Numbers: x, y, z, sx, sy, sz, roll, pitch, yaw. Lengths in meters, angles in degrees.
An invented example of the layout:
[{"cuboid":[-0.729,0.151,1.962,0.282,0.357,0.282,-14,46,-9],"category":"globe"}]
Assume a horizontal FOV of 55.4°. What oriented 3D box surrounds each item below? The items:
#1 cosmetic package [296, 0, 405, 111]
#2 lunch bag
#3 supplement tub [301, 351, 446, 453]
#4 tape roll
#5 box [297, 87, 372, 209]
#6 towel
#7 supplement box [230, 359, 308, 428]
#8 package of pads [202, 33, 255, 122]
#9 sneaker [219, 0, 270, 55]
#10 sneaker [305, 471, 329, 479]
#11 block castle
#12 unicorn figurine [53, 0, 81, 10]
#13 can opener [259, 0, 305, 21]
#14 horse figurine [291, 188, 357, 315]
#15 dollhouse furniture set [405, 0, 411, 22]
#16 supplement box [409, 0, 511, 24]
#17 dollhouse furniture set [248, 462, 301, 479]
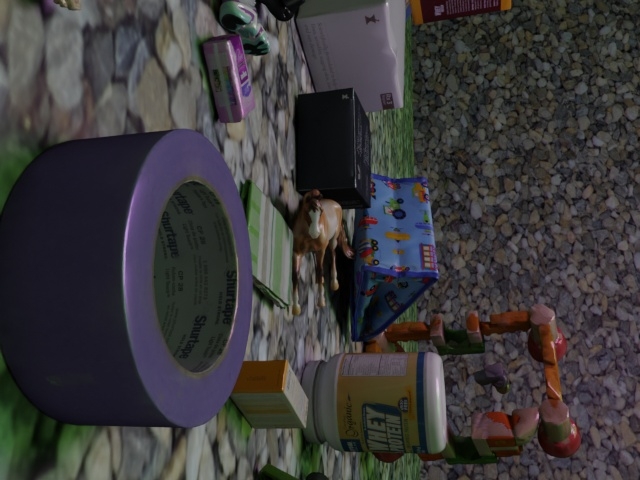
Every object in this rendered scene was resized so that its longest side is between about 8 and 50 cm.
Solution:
[{"cuboid":[0.071,-0.436,1.115,0.217,0.156,0.385,71,22,-49],"category":"cosmetic package"},{"cuboid":[0.111,0.047,1.177,0.293,0.138,0.221,106,-12,-54],"category":"lunch bag"},{"cuboid":[0.081,0.238,0.903,0.144,0.199,0.144,-4,90,-76],"category":"supplement tub"},{"cuboid":[-0.113,0.025,0.401,0.189,0.080,0.189,-3,90,-76],"category":"tape roll"},{"cuboid":[0.026,-0.140,0.982,0.158,0.093,0.156,34,55,-75],"category":"box"},{"cuboid":[-0.067,0.009,0.732,0.152,0.023,0.113,55,32,-62],"category":"towel"},{"cuboid":[-0.054,0.165,0.650,0.098,0.062,0.036,72,18,-49],"category":"supplement box"},{"cuboid":[-0.093,-0.167,0.627,0.050,0.031,0.083,-73,156,-61],"category":"package of pads"},{"cuboid":[-0.080,-0.256,0.683,0.098,0.038,0.069,43,47,-72],"category":"sneaker"},{"cuboid":[-0.007,0.390,0.833,0.089,0.051,0.170,-55,135,-68],"category":"sneaker"},{"cuboid":[0.320,0.329,1.351,0.213,0.453,0.303,59,29,-47],"category":"block castle"},{"cuboid":[-0.144,-0.207,0.394,0.111,0.060,0.162,71,37,-50],"category":"unicorn figurine"},{"cuboid":[-0.057,-0.369,0.772,0.059,0.073,0.186,12,66,-68],"category":"can opener"},{"cuboid":[0.000,0.000,0.909,0.263,0.066,0.175,-37,128,-73],"category":"horse figurine"},{"cuboid":[0.137,-0.638,1.620,0.286,0.198,0.303,-57,180,-32],"category":"dollhouse furniture set"},{"cuboid":[0.258,-0.536,1.158,0.191,0.194,0.129,51,36,-66],"category":"supplement box"},{"cuboid":[-0.073,0.300,0.627,0.151,0.058,0.076,-39,135,-50],"category":"dollhouse furniture set"}]
